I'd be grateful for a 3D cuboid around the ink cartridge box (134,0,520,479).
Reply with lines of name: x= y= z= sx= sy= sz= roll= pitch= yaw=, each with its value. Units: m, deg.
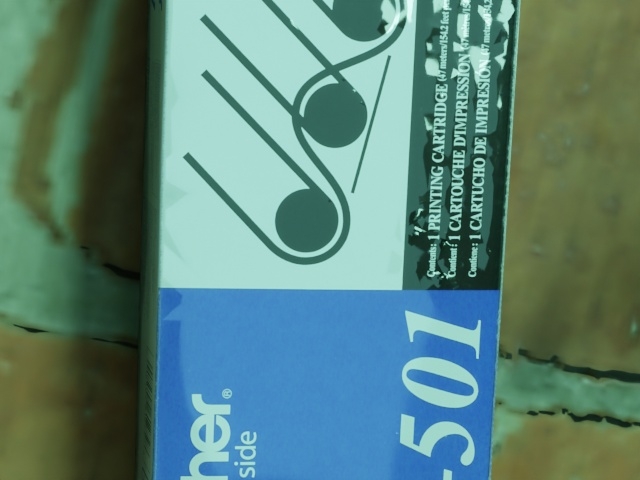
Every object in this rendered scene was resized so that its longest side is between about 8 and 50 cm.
ink cartridge box: x=0.000 y=0.000 z=0.467 sx=0.097 sy=0.046 sz=0.207 roll=0 pitch=99 yaw=-12
